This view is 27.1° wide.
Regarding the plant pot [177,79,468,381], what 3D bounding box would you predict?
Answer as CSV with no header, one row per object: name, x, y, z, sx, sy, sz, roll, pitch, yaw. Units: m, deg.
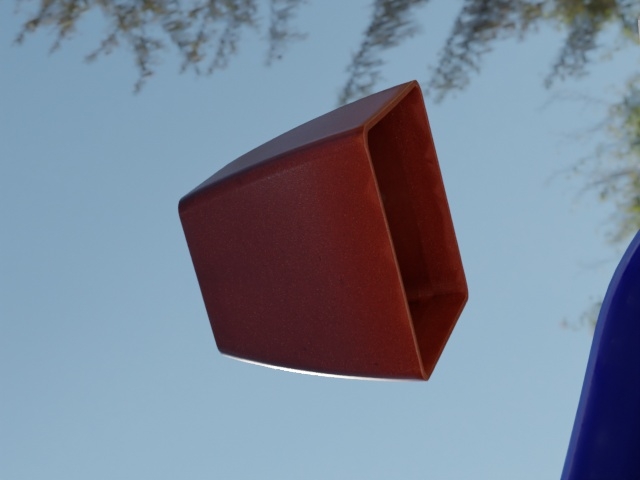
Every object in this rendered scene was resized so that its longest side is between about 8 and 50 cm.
plant pot,0.000,0.000,1.446,0.267,0.236,0.267,-49,-54,-67

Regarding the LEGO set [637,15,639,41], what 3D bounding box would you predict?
LEGO set,0.096,-0.177,0.375,0.287,0.132,0.107,46,-127,-20

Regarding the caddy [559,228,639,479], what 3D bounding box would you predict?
caddy,0.223,0.114,0.545,0.179,0.241,0.341,20,-98,-47
